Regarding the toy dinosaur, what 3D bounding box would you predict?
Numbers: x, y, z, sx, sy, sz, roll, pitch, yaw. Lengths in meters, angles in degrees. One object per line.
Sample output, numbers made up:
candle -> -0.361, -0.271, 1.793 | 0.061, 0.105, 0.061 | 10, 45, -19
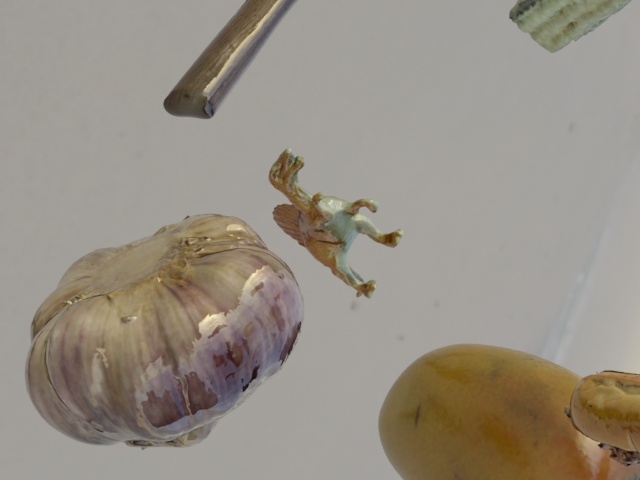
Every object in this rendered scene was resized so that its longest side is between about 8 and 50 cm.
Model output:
toy dinosaur -> 0.000, 0.000, 1.401 | 0.212, 0.142, 0.057 | 114, 0, -56

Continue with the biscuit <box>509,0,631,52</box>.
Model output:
biscuit -> 0.203, -0.198, 0.762 | 0.150, 0.052, 0.252 | -54, -173, -19

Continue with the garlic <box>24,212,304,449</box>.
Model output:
garlic -> -0.116, 0.082, 1.118 | 0.160, 0.245, 0.245 | 66, 27, -16

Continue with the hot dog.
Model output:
hot dog -> 0.279, 0.141, 1.032 | 0.102, 0.249, 0.076 | 7, 87, -37

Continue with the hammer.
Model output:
hammer -> -0.057, -0.303, 1.752 | 0.408, 0.243, 0.095 | -55, 146, -28

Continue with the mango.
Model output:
mango -> 0.187, 0.213, 1.388 | 0.173, 0.317, 0.211 | -19, 124, -43
